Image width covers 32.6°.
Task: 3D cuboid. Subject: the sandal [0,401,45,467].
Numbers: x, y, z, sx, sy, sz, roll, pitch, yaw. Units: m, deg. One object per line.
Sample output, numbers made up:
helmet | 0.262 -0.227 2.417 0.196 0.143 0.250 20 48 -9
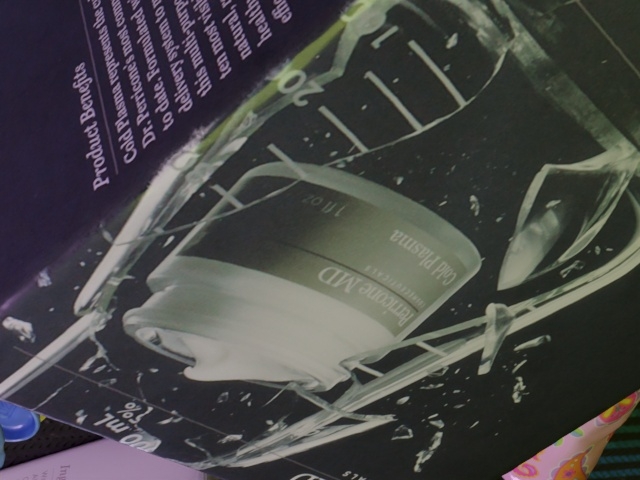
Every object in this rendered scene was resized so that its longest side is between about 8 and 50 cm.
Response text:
sandal | -0.436 0.164 1.137 0.317 0.138 0.126 17 128 -17

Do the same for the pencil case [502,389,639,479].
pencil case | 0.295 0.168 1.234 0.124 0.124 0.284 8 128 -13

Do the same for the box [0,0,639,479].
box | 0.059 -0.068 0.776 0.472 0.297 0.480 -37 137 21

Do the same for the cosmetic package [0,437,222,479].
cosmetic package | -0.249 0.461 1.281 0.394 0.327 0.329 -19 129 8
